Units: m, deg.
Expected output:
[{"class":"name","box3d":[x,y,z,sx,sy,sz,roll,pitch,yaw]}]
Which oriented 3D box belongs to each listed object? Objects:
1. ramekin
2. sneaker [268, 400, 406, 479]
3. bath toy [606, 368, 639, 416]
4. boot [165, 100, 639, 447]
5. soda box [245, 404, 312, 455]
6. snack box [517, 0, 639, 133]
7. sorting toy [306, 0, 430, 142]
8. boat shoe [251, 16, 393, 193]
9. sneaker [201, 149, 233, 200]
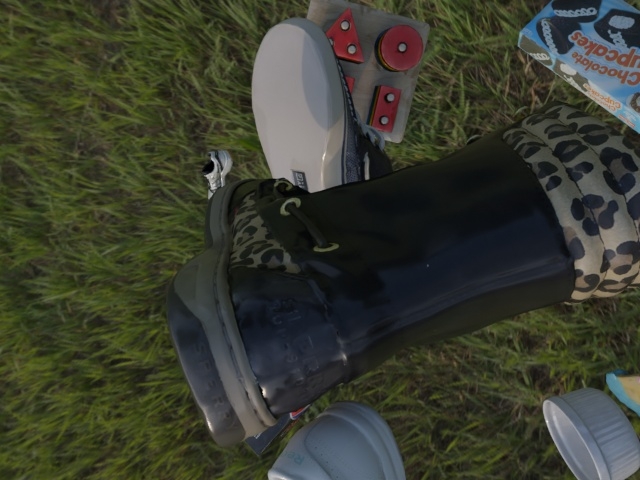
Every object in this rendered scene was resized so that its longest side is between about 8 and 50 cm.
[{"class":"ramekin","box3d":[0.567,0.407,1.272,0.109,0.207,0.207,-23,90,-4]},{"class":"sneaker","box3d":[0.030,0.211,0.363,0.080,0.094,0.212,-31,84,39]},{"class":"bath toy","box3d":[0.604,0.149,0.923,0.348,0.129,0.151,-31,113,-14]},{"class":"boot","box3d":[0.053,-0.008,0.482,0.284,0.377,0.138,-19,102,5]},{"class":"soda box","box3d":[-0.027,0.155,0.677,0.060,0.053,0.169,43,104,18]},{"class":"snack box","box3d":[0.595,-0.389,1.258,0.187,0.060,0.322,-45,71,-3]},{"class":"sorting toy","box3d":[0.083,-0.351,1.259,0.257,0.089,0.256,11,101,-10]},{"class":"boat shoe","box3d":[0.016,-0.131,0.797,0.127,0.158,0.341,21,133,30]},{"class":"sneaker","box3d":[-0.149,-0.089,0.844,0.032,0.036,0.083,50,131,42]}]
